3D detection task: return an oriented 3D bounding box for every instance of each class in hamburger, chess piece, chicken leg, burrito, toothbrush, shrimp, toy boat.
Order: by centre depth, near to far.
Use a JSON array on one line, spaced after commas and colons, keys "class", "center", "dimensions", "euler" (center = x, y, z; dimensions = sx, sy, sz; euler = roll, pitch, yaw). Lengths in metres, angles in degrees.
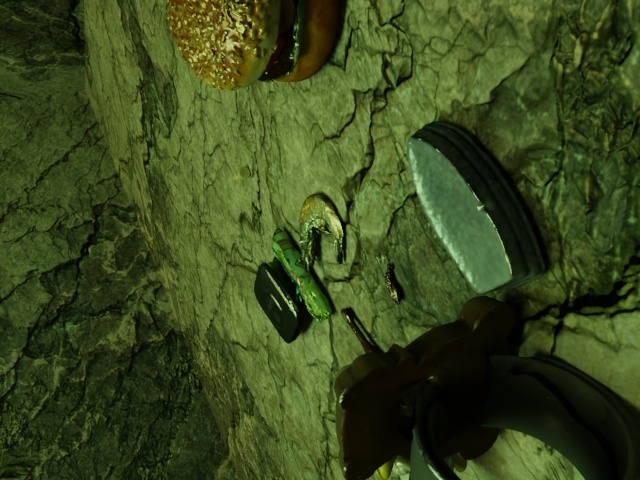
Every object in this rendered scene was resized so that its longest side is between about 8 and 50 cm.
[{"class": "toy boat", "center": [0.217, -0.055, 0.787], "dimensions": [0.282, 0.078, 0.127], "euler": [62, 154, 13]}, {"class": "hamburger", "center": [-0.136, -0.446, 0.985], "dimensions": [0.330, 0.250, 0.329], "euler": [38, 138, 45]}, {"class": "chicken leg", "center": [0.142, 0.087, 1.062], "dimensions": [0.036, 0.021, 0.083], "euler": [154, 101, -71]}, {"class": "toothbrush", "center": [0.144, 0.292, 1.163], "dimensions": [0.364, 0.041, 0.040], "euler": [54, 147, 29]}, {"class": "shrimp", "center": [0.000, 0.000, 1.233], "dimensions": [0.150, 0.051, 0.217], "euler": [34, 131, 38]}, {"class": "burrito", "center": [-0.058, 0.099, 1.381], "dimensions": [0.288, 0.054, 0.104], "euler": [56, 148, 26]}, {"class": "chess piece", "center": [-0.234, -0.189, 1.541], "dimensions": [0.092, 0.035, 0.035], "euler": [-5, 102, 64]}]

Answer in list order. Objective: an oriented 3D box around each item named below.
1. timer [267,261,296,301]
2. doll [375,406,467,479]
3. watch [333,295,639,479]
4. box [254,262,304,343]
[{"class": "timer", "center": [-0.117, 0.134, 1.517], "dimensions": [0.140, 0.047, 0.128], "euler": [55, 149, 27]}, {"class": "doll", "center": [0.186, 0.376, 0.958], "dimensions": [0.111, 0.252, 0.237], "euler": [-32, 115, 35]}, {"class": "watch", "center": [0.224, 0.293, 0.718], "dimensions": [0.327, 0.335, 0.313], "euler": [-134, 36, -54]}, {"class": "box", "center": [-0.121, 0.176, 1.455], "dimensions": [0.201, 0.042, 0.212], "euler": [51, 151, 16]}]
